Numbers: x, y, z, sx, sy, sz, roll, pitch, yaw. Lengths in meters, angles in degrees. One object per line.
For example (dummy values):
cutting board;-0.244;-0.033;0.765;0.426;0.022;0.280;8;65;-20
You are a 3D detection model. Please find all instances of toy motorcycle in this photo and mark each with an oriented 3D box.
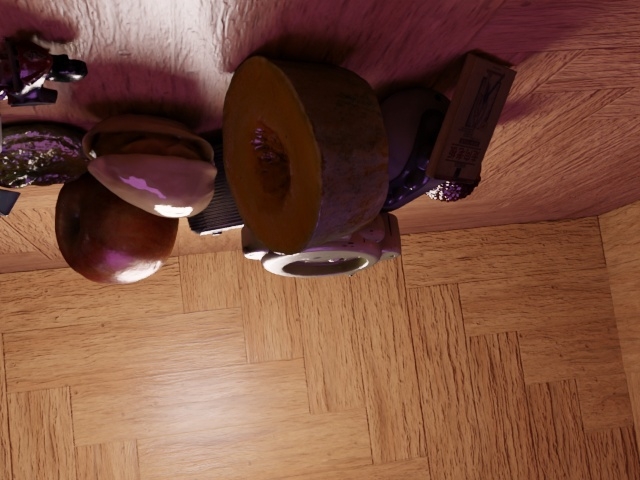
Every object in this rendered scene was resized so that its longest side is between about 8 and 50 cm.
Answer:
toy motorcycle;-0.454;-0.236;1.185;0.213;0.082;0.122;-10;173;13

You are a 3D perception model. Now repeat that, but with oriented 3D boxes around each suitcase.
suitcase;-0.162;-0.131;1.760;0.312;0.202;0.128;-9;-168;25

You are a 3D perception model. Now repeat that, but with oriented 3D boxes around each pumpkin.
pumpkin;-0.016;-0.158;1.389;0.199;0.332;0.332;-18;179;-30

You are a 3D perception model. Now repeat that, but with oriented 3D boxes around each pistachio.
pistachio;-0.321;-0.146;1.566;0.214;0.193;0.318;-22;158;29

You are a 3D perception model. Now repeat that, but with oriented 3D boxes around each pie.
pie;-0.580;-0.163;1.627;0.277;0.078;0.277;-8;174;-1

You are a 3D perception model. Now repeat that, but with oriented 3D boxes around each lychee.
lychee;0.295;-0.183;1.952;0.188;0.188;0.188;-7;172;-1

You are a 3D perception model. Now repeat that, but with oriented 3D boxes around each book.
book;0.280;-0.220;1.505;0.026;0.231;0.161;29;-163;36

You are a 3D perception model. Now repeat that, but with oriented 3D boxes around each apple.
apple;-0.453;-0.043;1.856;0.301;0.301;0.301;-7;172;-1

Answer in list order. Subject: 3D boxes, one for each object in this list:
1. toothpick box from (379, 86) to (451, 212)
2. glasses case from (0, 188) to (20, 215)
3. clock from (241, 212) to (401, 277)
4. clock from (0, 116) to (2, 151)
toothpick box;0.165;-0.176;1.646;0.229;0.229;0.316;-4;171;-21
glasses case;-0.771;-0.098;1.715;0.266;0.056;0.105;10;-179;27
clock;0.000;0.000;1.689;0.284;0.114;0.309;-10;166;24
clock;-0.670;-0.184;1.392;0.230;0.083;0.230;-6;174;-1
